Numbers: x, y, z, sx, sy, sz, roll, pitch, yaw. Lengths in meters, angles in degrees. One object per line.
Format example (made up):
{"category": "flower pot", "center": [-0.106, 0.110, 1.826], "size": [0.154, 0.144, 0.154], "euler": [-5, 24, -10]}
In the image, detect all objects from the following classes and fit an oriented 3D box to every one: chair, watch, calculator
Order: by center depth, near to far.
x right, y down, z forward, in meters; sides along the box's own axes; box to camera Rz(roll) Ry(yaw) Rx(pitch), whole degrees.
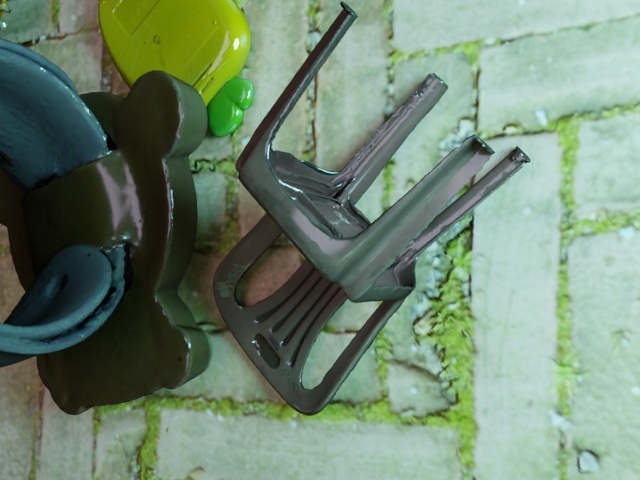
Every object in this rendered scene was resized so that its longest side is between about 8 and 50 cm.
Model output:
{"category": "chair", "center": [0.000, 0.000, 0.754], "size": [0.326, 0.183, 0.176], "euler": [-49, 67, 17]}
{"category": "watch", "center": [-0.288, 0.001, 0.812], "size": [0.314, 0.326, 0.335], "euler": [-17, 82, 34]}
{"category": "calculator", "center": [-0.148, -0.205, 0.925], "size": [0.146, 0.032, 0.235], "euler": [-47, 68, 19]}

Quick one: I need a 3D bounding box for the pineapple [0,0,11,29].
{"category": "pineapple", "center": [-0.412, -0.289, 1.047], "size": [0.164, 0.139, 0.250], "euler": [105, 147, -52]}
